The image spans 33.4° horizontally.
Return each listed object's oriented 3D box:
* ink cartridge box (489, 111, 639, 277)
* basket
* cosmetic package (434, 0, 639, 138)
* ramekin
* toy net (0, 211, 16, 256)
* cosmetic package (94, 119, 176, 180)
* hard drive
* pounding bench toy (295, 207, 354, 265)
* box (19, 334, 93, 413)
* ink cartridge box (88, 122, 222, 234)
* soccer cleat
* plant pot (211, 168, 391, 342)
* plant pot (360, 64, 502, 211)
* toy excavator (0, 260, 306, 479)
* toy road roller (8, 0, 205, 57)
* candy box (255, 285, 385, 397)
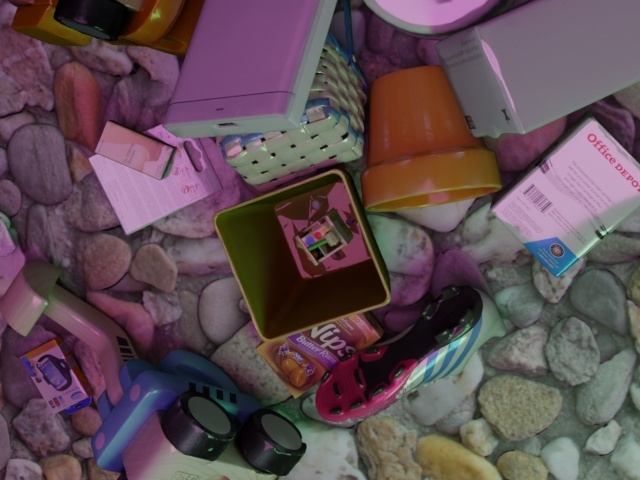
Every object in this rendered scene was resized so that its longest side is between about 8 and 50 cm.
[{"bbox_3d":[0.377,-0.070,1.590,0.148,0.086,0.203,46,107,-2],"label":"ink cartridge box"},{"bbox_3d":[-0.062,-0.231,1.588,0.255,0.201,0.288,-19,63,18],"label":"basket"},{"bbox_3d":[0.369,-0.278,1.412,0.385,0.217,0.156,-24,97,-8],"label":"cosmetic package"},{"bbox_3d":[0.165,-0.423,1.525,0.277,0.135,0.277,3,104,12],"label":"ramekin"},{"bbox_3d":[-0.602,-0.069,1.831,0.232,0.045,0.122,39,106,-1],"label":"toy net"},{"bbox_3d":[-0.297,-0.145,1.711,0.115,0.041,0.060,22,95,-4],"label":"cosmetic package"},{"bbox_3d":[-0.078,-0.312,1.465,0.233,0.047,0.353,1,67,41],"label":"hard drive"},{"bbox_3d":[0.000,0.000,1.495,0.065,0.083,0.052,-34,95,17],"label":"pounding bench toy"},{"bbox_3d":[-0.463,0.244,1.884,0.081,0.028,0.136,-28,94,17],"label":"box"},{"bbox_3d":[-0.271,-0.111,1.758,0.179,0.045,0.145,-25,97,-1],"label":"ink cartridge box"},{"bbox_3d":[0.148,0.200,1.682,0.331,0.116,0.143,-37,137,16],"label":"soccer cleat"},{"bbox_3d":[-0.011,0.004,1.641,0.212,0.187,0.212,-19,99,16],"label":"plant pot"},{"bbox_3d":[0.152,-0.152,1.575,0.205,0.205,0.187,-9,86,14],"label":"plant pot"},{"bbox_3d":[-0.298,0.248,1.763,0.433,0.445,0.222,23,112,-37],"label":"toy excavator"},{"bbox_3d":[-0.298,-0.376,1.602,0.330,0.241,0.202,16,88,52],"label":"toy road roller"},{"bbox_3d":[-0.001,0.161,1.749,0.187,0.053,0.109,-38,93,17],"label":"candy box"}]
